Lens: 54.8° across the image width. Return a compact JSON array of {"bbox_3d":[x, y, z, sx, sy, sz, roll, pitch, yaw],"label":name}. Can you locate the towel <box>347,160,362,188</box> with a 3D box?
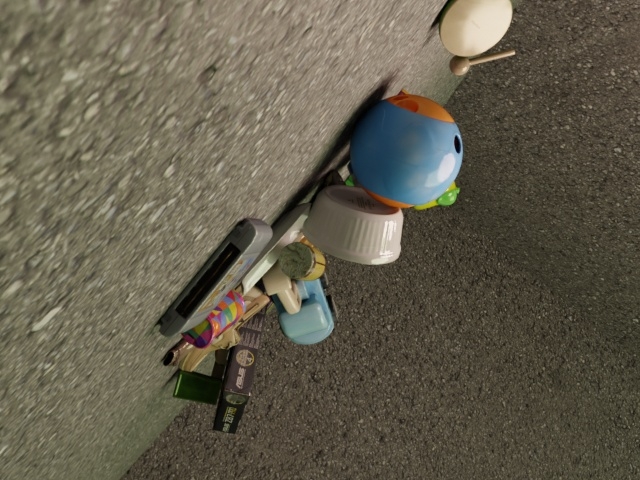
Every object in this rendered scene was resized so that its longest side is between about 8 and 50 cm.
[{"bbox_3d":[0.163,-0.189,1.860,0.034,0.285,0.209,4,144,-27],"label":"towel"}]

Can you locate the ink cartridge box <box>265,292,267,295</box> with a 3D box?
[{"bbox_3d":[-0.182,0.192,2.733,0.171,0.056,0.235,-47,177,-29],"label":"ink cartridge box"}]

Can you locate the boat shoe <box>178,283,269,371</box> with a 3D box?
[{"bbox_3d":[-0.297,0.280,1.892,0.341,0.110,0.121,-50,176,-2],"label":"boat shoe"}]

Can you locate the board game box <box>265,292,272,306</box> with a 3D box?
[{"bbox_3d":[-0.159,0.186,2.566,0.347,0.056,0.208,-50,180,-23],"label":"board game box"}]

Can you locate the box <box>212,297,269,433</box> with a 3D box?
[{"bbox_3d":[-0.281,0.435,2.185,0.318,0.097,0.395,116,-13,-48],"label":"box"}]

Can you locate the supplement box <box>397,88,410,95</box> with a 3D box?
[{"bbox_3d":[0.239,-0.410,1.873,0.083,0.043,0.055,-51,176,4],"label":"supplement box"}]

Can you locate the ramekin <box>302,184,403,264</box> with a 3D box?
[{"bbox_3d":[0.094,-0.052,1.645,0.273,0.272,0.127,-41,148,-64],"label":"ramekin"}]

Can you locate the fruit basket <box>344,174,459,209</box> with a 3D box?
[{"bbox_3d":[0.321,-0.208,2.359,0.283,0.392,0.392,-52,175,31],"label":"fruit basket"}]

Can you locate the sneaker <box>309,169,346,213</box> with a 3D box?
[{"bbox_3d":[0.015,-0.079,1.928,0.182,0.158,0.410,-31,168,-9],"label":"sneaker"}]

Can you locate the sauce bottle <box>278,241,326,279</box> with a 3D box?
[{"bbox_3d":[-0.041,0.073,1.899,0.111,0.111,0.344,-50,168,1],"label":"sauce bottle"}]

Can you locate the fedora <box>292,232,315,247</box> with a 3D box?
[{"bbox_3d":[-0.067,0.018,2.207,0.194,0.079,0.194,-50,176,-5],"label":"fedora"}]

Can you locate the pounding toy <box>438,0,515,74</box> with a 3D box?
[{"bbox_3d":[0.376,-0.550,1.546,0.182,0.110,0.237,-22,141,9],"label":"pounding toy"}]

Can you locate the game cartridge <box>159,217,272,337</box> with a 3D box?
[{"bbox_3d":[-0.219,0.079,1.347,0.297,0.062,0.198,-50,172,6],"label":"game cartridge"}]

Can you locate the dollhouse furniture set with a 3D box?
[{"bbox_3d":[-0.398,0.394,2.177,0.197,0.151,0.302,-128,-126,-81],"label":"dollhouse furniture set"}]

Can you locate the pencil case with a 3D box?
[{"bbox_3d":[-0.268,0.195,1.559,0.104,0.104,0.236,-51,174,14],"label":"pencil case"}]

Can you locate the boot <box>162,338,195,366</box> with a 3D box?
[{"bbox_3d":[-0.378,0.294,1.678,0.119,0.042,0.087,-58,166,16],"label":"boot"}]

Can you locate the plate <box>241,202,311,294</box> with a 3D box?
[{"bbox_3d":[-0.138,0.020,1.724,0.278,0.045,0.277,-49,177,-14],"label":"plate"}]

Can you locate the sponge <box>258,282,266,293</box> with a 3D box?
[{"bbox_3d":[-0.163,0.115,2.398,0.210,0.031,0.117,-51,176,20],"label":"sponge"}]

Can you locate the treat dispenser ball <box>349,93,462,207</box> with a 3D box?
[{"bbox_3d":[0.217,-0.227,1.582,0.288,0.288,0.288,-49,176,-5],"label":"treat dispenser ball"}]

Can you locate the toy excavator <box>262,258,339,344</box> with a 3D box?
[{"bbox_3d":[-0.081,0.206,2.137,0.222,0.433,0.445,-17,-162,3],"label":"toy excavator"}]
